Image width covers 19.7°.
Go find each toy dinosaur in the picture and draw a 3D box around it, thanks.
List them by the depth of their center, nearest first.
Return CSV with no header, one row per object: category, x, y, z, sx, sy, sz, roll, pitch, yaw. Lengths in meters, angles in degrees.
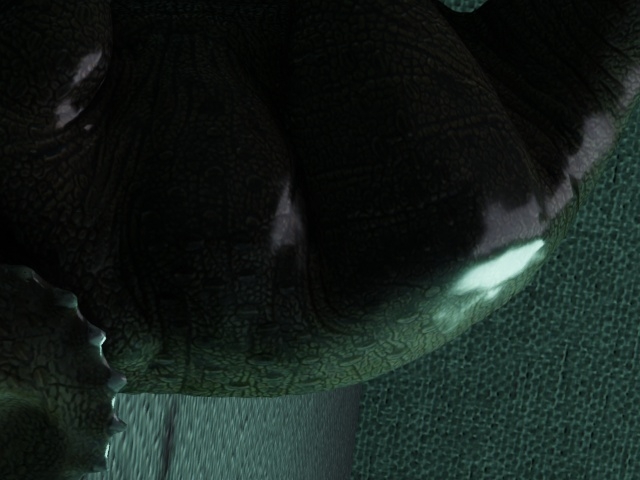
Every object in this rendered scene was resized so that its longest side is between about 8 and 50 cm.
toy dinosaur,-0.020,-0.024,0.436,0.121,0.313,0.160,-16,-91,67
